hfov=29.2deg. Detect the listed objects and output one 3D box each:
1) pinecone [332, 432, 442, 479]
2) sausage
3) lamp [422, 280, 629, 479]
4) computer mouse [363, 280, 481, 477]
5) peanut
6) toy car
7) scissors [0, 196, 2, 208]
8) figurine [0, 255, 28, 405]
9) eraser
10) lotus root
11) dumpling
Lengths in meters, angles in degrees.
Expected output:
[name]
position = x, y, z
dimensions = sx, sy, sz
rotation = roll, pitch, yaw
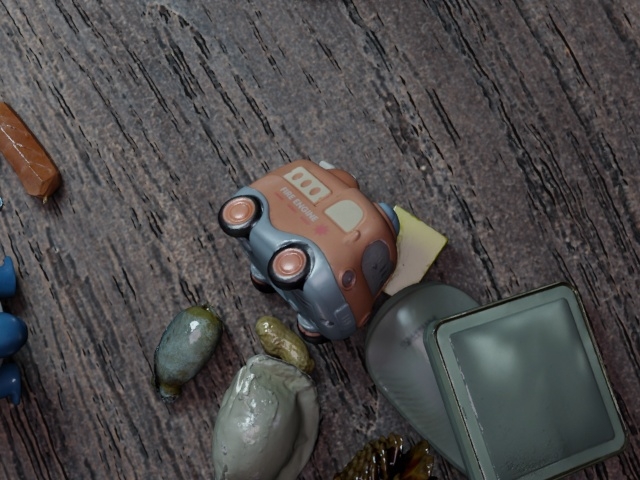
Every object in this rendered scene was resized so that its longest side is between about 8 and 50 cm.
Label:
[pinecone]
position = 0.135, 0.408, 1.729
dimensions = 0.292, 0.246, 0.246
rotation = 27, 87, -15
[sausage]
position = -0.458, -0.133, 1.898
dimensions = 0.065, 0.065, 0.169
rotation = -38, 84, 0
[lamp]
position = 0.297, 0.213, 1.753
dimensions = 0.266, 0.047, 0.269
rotation = -15, 83, -26
[computer mouse]
position = 0.209, 0.209, 1.797
dimensions = 0.197, 0.095, 0.331
rotation = -44, 89, -1
[peanut]
position = -0.054, 0.159, 1.852
dimensions = 0.113, 0.054, 0.054
rotation = 43, 89, 6
[toy car]
position = 0.000, 0.000, 1.779
dimensions = 0.212, 0.181, 0.270
rotation = -38, 54, -10
[scissors]
position = -0.552, -0.083, 1.924
dimensions = 0.058, 0.014, 0.119
rotation = -41, 87, -5
[figurine]
position = -0.576, 0.154, 1.824
dimensions = 0.416, 0.243, 0.298
rotation = -4, 94, 24
[eraser]
position = 0.120, 0.024, 1.854
dimensions = 0.097, 0.045, 0.122
rotation = 34, 88, 5
[lotus root]
position = -0.206, 0.167, 1.848
dimensions = 0.088, 0.088, 0.165
rotation = 34, 97, 6
[dumpling]
position = -0.077, 0.288, 1.808
dimensions = 0.172, 0.142, 0.247
rotation = 11, 100, -26
